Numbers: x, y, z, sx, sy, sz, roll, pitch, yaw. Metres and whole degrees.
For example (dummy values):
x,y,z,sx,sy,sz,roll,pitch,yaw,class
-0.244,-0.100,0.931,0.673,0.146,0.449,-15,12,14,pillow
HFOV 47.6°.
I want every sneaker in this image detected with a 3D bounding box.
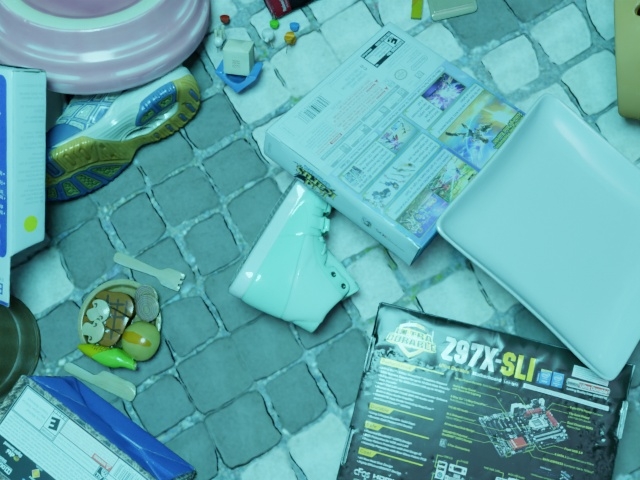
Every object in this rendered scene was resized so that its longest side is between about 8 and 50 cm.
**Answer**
x,y,z,sx,sy,sz,roll,pitch,yaw,class
0.000,0.000,0.987,0.151,0.094,0.256,32,71,-8,sneaker
-0.322,-0.173,1.057,0.296,0.112,0.131,-33,67,-8,sneaker

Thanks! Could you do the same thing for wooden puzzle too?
x,y,z,sx,sy,sz,roll,pitch,yaw,class
0.188,-0.362,1.064,0.116,0.014,0.078,-5,82,7,wooden puzzle

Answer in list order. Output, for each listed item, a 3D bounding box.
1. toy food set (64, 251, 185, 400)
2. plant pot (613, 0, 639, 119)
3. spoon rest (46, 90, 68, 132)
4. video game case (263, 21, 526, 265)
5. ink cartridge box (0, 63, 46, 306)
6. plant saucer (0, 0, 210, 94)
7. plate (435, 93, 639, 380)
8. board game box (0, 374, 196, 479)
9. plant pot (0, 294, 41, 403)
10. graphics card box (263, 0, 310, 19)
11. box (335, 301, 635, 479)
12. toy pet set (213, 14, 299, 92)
x,y,z,sx,sy,sz,roll,pitch,yaw,class
-0.281,0.115,1.016,0.132,0.038,0.192,19,82,11,toy food set
0.469,-0.258,0.885,0.203,0.291,0.291,-2,78,24,plant pot
-0.453,-0.264,1.093,0.137,0.084,0.276,-11,77,5,spoon rest
0.104,-0.137,0.958,0.244,0.061,0.269,38,64,13,video game case
-0.497,-0.097,1.005,0.303,0.072,0.307,15,107,30,ink cartridge box
-0.325,-0.353,1.031,0.332,0.084,0.332,2,57,-3,plant saucer
0.313,-0.011,0.912,0.277,0.045,0.278,41,66,3,plate
-0.346,0.356,0.923,0.232,0.141,0.291,34,85,13,board game box
-0.494,0.140,0.975,0.167,0.165,0.167,-1,78,7,plant pot
0.058,-0.477,0.989,0.371,0.233,0.094,-25,68,3,graphics card box
0.199,0.240,0.908,0.322,0.079,0.257,13,79,10,box
-0.101,-0.274,1.072,0.122,0.065,0.114,8,43,6,toy pet set
